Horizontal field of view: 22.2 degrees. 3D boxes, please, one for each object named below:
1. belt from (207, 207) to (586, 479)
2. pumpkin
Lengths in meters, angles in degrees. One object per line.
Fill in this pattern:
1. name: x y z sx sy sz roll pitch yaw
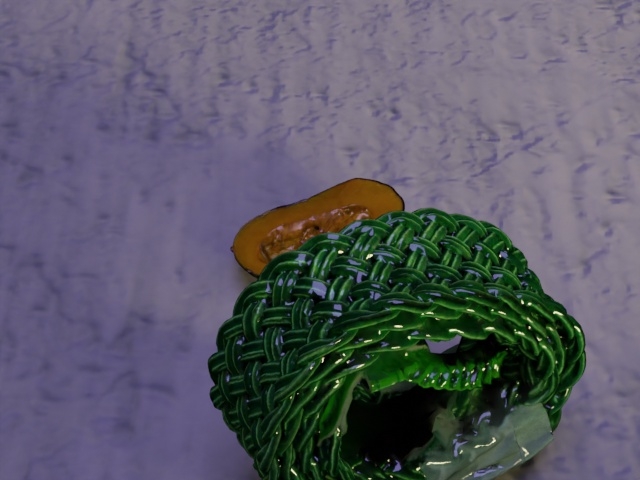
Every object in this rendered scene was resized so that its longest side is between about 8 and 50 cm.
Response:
1. belt: 0.030 0.046 0.656 0.151 0.121 0.079 -7 39 -24
2. pumpkin: 0.000 0.001 0.763 0.083 0.028 0.050 -12 44 0
